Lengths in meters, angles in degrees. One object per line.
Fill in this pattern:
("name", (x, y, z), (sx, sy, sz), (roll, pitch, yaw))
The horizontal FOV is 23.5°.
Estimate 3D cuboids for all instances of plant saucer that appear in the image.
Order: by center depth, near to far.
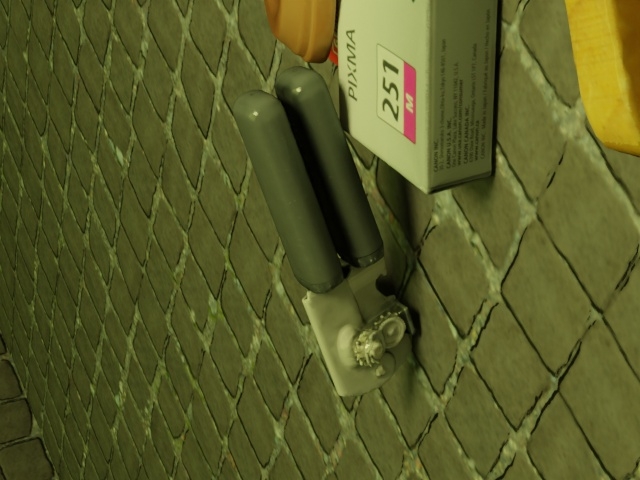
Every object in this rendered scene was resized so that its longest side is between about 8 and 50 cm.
("plant saucer", (-0.021, -0.227, 1.117), (0.200, 0.037, 0.200), (174, 90, -83))

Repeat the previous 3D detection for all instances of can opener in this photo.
("can opener", (0.000, 0.000, 1.147), (0.093, 0.074, 0.280), (32, 149, 49))

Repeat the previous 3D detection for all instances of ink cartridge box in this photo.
("ink cartridge box", (0.036, -0.204, 1.048), (0.239, 0.060, 0.275), (41, 140, 51))

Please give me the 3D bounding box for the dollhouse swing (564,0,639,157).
("dollhouse swing", (0.245, 0.032, 0.449), (0.347, 0.315, 0.305), (17, 99, 63))
